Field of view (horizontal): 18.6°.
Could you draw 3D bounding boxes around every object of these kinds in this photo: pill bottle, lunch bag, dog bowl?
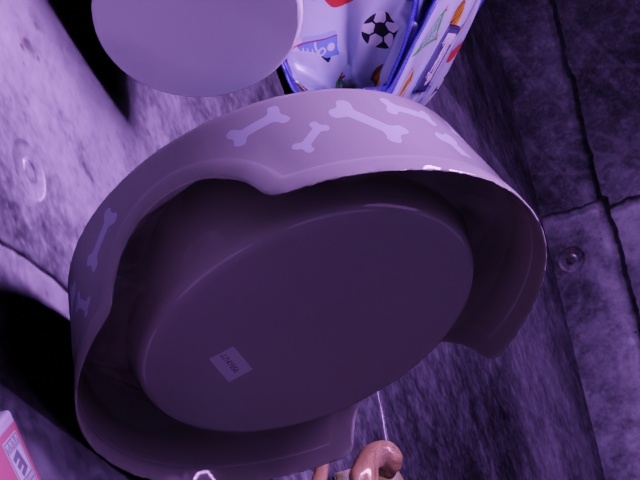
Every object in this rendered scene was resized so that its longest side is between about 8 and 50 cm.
[{"bbox_3d":[-0.100,-0.303,1.695,0.363,0.210,0.210,-91,157,-48],"label":"pill bottle"},{"bbox_3d":[0.058,-0.320,2.246,0.328,0.239,0.385,-23,111,-75],"label":"lunch bag"},{"bbox_3d":[-0.019,0.033,1.381,0.349,0.349,0.102,50,13,-53],"label":"dog bowl"}]

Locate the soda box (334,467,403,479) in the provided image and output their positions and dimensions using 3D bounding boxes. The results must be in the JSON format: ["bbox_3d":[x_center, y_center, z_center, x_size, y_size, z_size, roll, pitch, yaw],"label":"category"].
[{"bbox_3d":[0.074,0.296,1.884,0.058,0.061,0.181,-86,153,-53],"label":"soda box"}]

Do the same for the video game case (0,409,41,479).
[{"bbox_3d":[-0.169,0.265,1.153,0.204,0.025,0.285,-60,130,-70],"label":"video game case"}]

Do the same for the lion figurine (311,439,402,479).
[{"bbox_3d":[0.041,0.355,1.617,0.392,0.142,0.240,56,33,-2],"label":"lion figurine"}]
